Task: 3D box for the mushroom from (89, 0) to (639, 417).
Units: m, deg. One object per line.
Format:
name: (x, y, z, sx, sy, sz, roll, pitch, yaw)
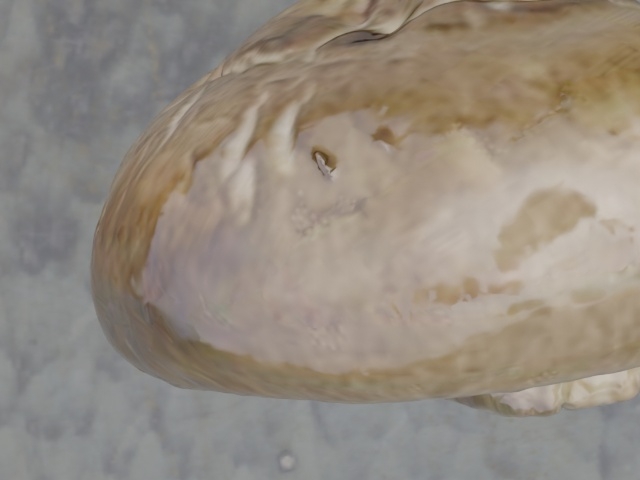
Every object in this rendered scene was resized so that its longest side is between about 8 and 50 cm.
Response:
mushroom: (0.000, 0.000, 0.440, 0.285, 0.151, 0.156, -1, 111, 64)
